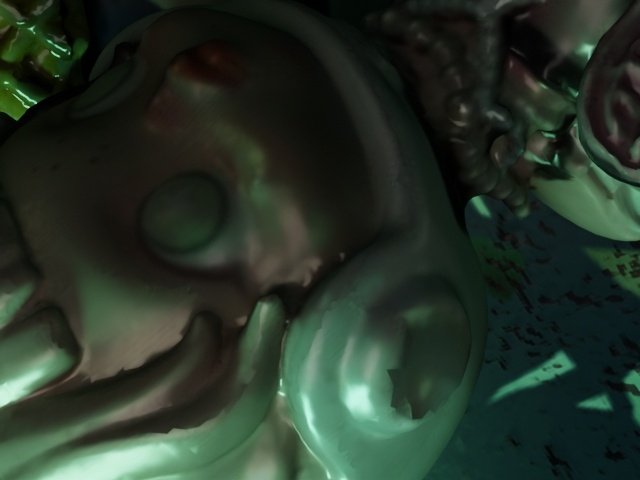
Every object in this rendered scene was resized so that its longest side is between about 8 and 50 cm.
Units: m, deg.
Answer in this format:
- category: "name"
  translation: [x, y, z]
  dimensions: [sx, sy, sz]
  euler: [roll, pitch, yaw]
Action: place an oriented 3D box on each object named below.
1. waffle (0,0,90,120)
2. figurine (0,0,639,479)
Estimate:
- category: "waffle"
  translation: [-0.215, -0.110, 0.697]
  dimensions: [0.207, 0.054, 0.214]
  euler: [2, 109, 5]
- category: "figurine"
  translation: [0.003, 0.003, 0.576]
  dimensions: [0.361, 0.253, 0.211]
  euler: [-31, 117, -6]
